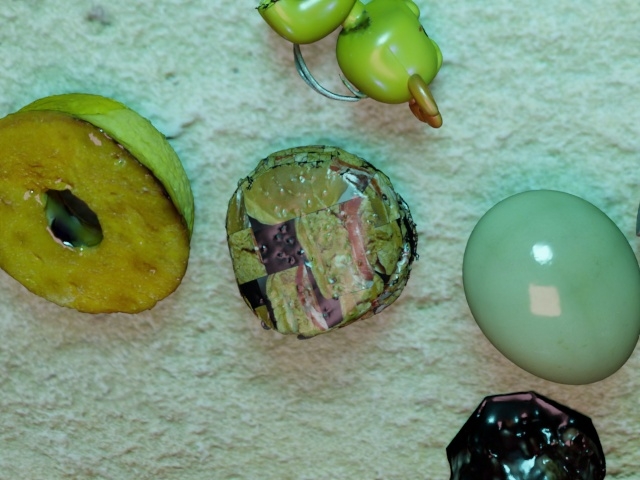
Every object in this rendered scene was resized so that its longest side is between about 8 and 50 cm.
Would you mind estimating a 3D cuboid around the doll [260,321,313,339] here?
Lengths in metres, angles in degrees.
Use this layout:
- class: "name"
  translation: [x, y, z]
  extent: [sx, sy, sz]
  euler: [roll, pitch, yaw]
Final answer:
- class: "doll"
  translation: [-0.010, 0.053, 1.410]
  extent: [0.104, 0.062, 0.194]
  euler: [38, 119, -16]

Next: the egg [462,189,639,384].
- class: "egg"
  translation: [0.263, 0.057, 1.260]
  extent: [0.188, 0.189, 0.254]
  euler: [-17, 126, 25]

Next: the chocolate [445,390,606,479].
- class: "chocolate"
  translation: [0.268, 0.349, 1.490]
  extent: [0.206, 0.177, 0.224]
  euler: [25, 130, -5]

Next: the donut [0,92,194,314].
- class: "donut"
  translation: [-0.282, -0.051, 1.372]
  extent: [0.302, 0.110, 0.303]
  euler: [8, 130, 10]

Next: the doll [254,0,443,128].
- class: "doll"
  translation: [0.048, -0.198, 1.164]
  extent: [0.135, 0.143, 0.221]
  euler: [-45, 109, 0]

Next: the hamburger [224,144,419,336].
- class: "hamburger"
  translation: [0.000, 0.000, 1.309]
  extent: [0.230, 0.107, 0.231]
  euler: [4, 103, 18]

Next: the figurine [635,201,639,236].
- class: "figurine"
  translation: [0.468, -0.003, 1.192]
  extent: [0.275, 0.161, 0.158]
  euler: [31, 170, -5]
